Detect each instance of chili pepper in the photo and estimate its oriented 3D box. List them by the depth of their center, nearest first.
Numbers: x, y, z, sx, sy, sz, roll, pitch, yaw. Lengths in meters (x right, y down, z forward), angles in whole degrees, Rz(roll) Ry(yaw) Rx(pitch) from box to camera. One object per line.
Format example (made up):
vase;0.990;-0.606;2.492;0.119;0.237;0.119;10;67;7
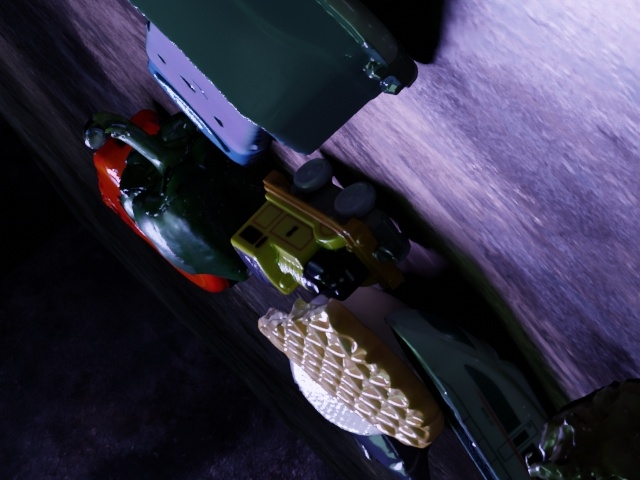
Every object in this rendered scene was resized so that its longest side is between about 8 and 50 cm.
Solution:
chili pepper;-0.149;-0.072;1.997;0.261;0.165;0.174;50;-172;-32

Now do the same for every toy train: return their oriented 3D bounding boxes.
toy train;0.000;0.000;1.740;0.089;0.127;0.219;52;169;-34
toy train;0.185;0.189;1.788;0.407;0.088;0.086;56;174;-38

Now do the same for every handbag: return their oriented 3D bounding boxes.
handbag;0.063;0.200;2.266;0.211;0.088;0.254;51;-173;-19

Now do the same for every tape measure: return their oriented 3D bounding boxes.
tape measure;-0.186;-0.047;2.378;0.260;0.114;0.253;43;169;7

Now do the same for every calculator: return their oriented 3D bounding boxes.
calculator;-0.110;-0.162;1.805;0.173;0.051;0.293;46;170;2

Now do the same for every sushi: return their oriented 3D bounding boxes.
sushi;0.266;0.159;1.259;0.212;0.147;0.115;20;150;31

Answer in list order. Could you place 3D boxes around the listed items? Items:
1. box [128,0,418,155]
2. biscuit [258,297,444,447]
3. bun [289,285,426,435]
box;-0.044;-0.171;1.277;0.227;0.130;0.162;46;-175;12
biscuit;0.034;0.135;1.800;0.204;0.040;0.309;42;169;-7
bun;0.055;0.124;1.989;0.173;0.120;0.173;23;130;30
